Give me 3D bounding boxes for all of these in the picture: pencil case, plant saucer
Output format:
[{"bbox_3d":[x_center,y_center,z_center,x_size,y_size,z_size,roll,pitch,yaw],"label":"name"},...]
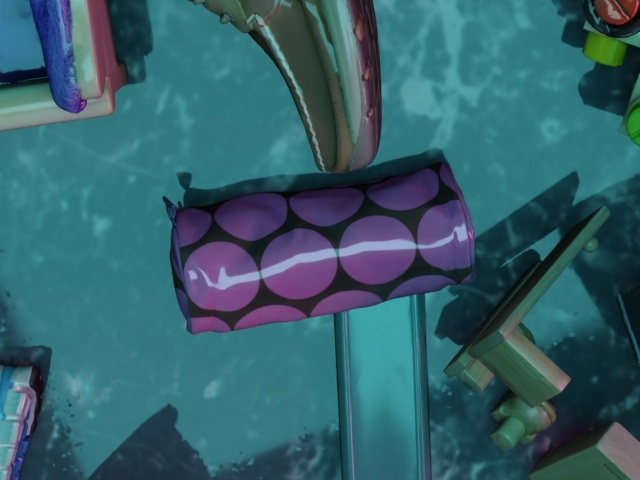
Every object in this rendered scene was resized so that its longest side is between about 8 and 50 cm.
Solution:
[{"bbox_3d":[0.000,0.000,1.220,0.209,0.098,0.095,-8,126,-1],"label":"pencil case"},{"bbox_3d":[0.045,0.111,1.277,0.067,0.018,0.192,-3,102,1],"label":"plant saucer"}]

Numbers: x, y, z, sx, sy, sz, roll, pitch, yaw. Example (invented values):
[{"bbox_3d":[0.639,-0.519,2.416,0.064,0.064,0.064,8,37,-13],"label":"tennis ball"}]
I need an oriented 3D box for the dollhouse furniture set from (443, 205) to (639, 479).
[{"bbox_3d":[0.186,0.089,1.224,0.151,0.144,0.123,43,65,-1],"label":"dollhouse furniture set"}]

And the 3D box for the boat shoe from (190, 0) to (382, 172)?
[{"bbox_3d":[-0.041,-0.196,1.175,0.116,0.123,0.324,-16,94,10],"label":"boat shoe"}]

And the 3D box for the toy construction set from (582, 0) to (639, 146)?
[{"bbox_3d":[0.292,-0.174,1.151,0.215,0.151,0.328,21,96,9],"label":"toy construction set"}]

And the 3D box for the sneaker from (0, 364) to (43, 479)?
[{"bbox_3d":[-0.259,0.173,1.272,0.082,0.071,0.191,14,92,4],"label":"sneaker"}]

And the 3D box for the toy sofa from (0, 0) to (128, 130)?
[{"bbox_3d":[-0.229,-0.250,1.129,0.150,0.177,0.363,-8,102,1],"label":"toy sofa"}]

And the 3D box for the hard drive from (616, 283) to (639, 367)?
[{"bbox_3d":[0.385,0.050,1.155,0.339,0.064,0.237,-23,140,13],"label":"hard drive"}]
